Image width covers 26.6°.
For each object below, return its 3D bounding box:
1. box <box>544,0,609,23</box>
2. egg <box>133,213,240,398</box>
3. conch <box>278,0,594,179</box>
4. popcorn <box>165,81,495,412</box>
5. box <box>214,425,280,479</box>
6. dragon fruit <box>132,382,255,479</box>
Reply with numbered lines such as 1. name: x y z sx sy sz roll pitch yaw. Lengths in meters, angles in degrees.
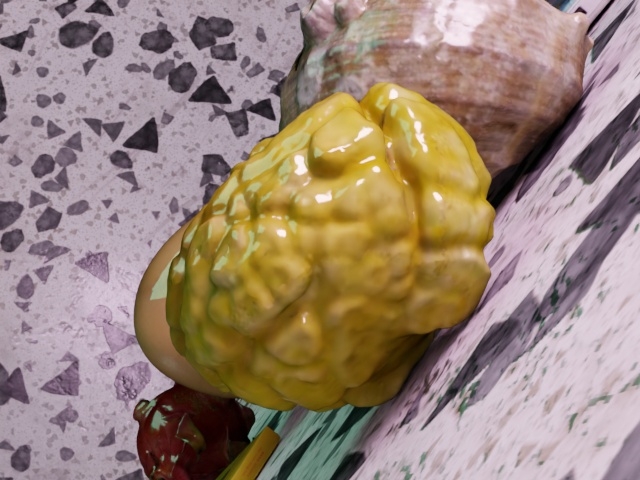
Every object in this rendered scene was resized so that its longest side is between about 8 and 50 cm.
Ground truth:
1. box: 0.267 -0.255 1.382 0.142 0.044 0.285 -49 3 11
2. egg: -0.073 0.057 1.344 0.244 0.201 0.201 -19 -18 -33
3. conch: 0.057 -0.081 1.081 0.352 0.210 0.297 -47 -16 -2
4. popcorn: 0.000 0.000 0.873 0.203 0.200 0.226 -116 31 -54
5. box: -0.094 0.248 1.332 0.155 0.023 0.087 -51 6 50
6. dragon fruit: -0.143 0.214 1.472 0.136 0.133 0.166 -44 5 29
